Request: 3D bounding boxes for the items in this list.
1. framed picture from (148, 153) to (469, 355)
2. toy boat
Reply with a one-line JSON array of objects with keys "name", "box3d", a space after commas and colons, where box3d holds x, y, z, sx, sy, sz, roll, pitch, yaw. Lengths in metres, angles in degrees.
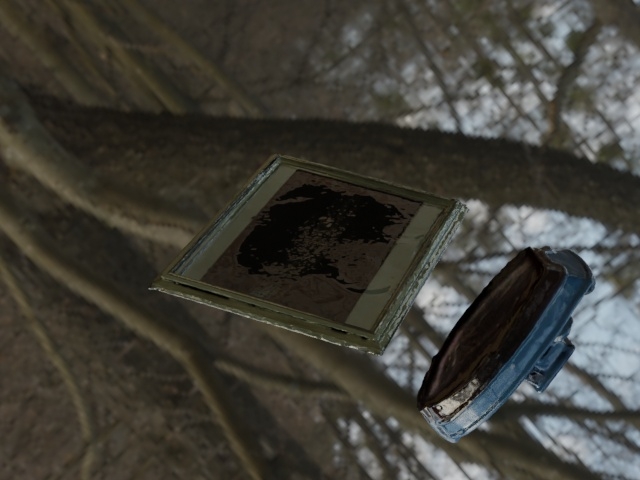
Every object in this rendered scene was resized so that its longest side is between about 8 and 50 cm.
[{"name": "framed picture", "box3d": [0.000, 0.000, 1.330, 0.293, 0.231, 0.018, -53, 154, -54]}, {"name": "toy boat", "box3d": [0.183, 0.105, 1.308, 0.223, 0.097, 0.100, -54, -152, 14]}]
